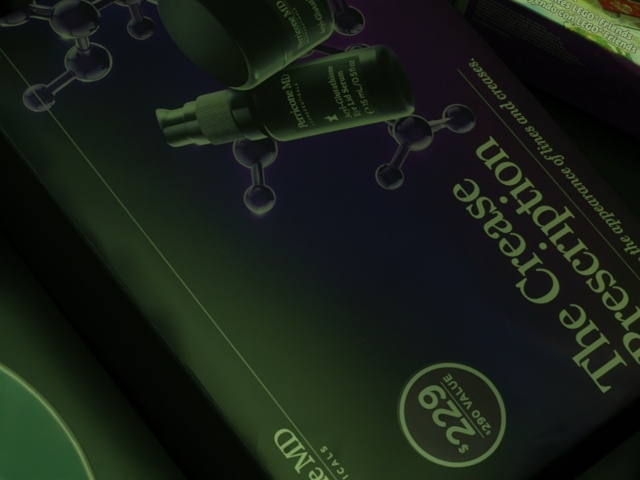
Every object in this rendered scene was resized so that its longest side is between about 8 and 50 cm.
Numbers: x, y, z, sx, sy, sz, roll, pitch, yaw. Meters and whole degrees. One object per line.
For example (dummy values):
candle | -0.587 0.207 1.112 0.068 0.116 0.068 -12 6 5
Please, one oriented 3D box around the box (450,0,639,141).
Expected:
box | 0.199 -0.126 0.843 0.293 0.057 0.201 28 64 6

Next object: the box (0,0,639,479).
box | 0.000 0.000 0.730 0.184 0.103 0.261 -34 74 -19

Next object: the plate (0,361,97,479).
plate | -0.173 0.121 0.687 0.188 0.024 0.188 4 65 -8
